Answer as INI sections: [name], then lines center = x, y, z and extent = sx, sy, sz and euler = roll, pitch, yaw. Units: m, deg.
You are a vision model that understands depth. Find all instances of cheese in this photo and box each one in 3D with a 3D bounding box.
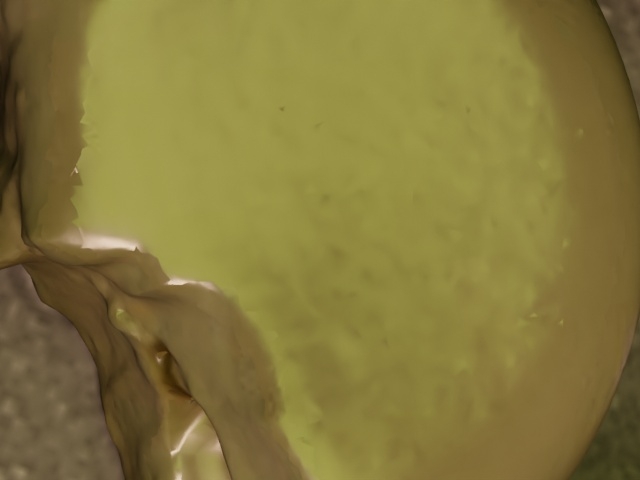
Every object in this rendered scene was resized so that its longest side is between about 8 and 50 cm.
[cheese]
center = 0.000, 0.000, 0.505
extent = 0.175, 0.091, 0.203
euler = -6, 83, -17
